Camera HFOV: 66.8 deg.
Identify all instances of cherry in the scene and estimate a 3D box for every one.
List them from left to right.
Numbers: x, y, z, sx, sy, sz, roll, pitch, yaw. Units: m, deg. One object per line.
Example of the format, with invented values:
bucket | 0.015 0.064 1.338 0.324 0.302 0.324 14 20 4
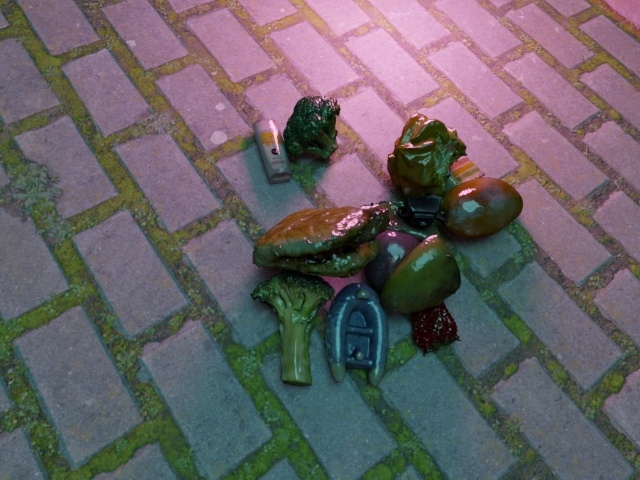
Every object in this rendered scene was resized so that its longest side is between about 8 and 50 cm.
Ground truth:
cherry | 0.251 0.062 1.664 0.213 0.183 0.266 13 83 7

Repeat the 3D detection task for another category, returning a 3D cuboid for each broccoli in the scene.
broccoli | -0.053 0.265 1.524 0.252 0.221 0.361 -20 78 -9
broccoli | -0.019 -0.436 1.875 0.241 0.261 0.269 51 22 -7

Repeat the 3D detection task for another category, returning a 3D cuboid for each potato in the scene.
potato | 0.320 0.159 1.565 0.255 0.269 0.112 -33 42 -14

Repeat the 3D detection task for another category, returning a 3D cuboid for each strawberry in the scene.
strawberry | 0.371 0.265 1.630 0.167 0.087 0.208 -20 66 -15

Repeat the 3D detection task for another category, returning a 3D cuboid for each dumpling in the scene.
dumpling | 0.276 -0.065 1.786 0.332 0.086 0.166 17 45 3

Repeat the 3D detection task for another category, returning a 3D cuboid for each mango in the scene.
mango | 0.608 -0.123 1.803 0.384 0.199 0.221 -8 58 -25

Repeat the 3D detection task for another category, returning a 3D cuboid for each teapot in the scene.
teapot | 0.356 -0.089 1.713 0.177 0.087 0.096 4 53 -8

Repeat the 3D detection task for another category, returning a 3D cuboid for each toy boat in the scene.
toy boat | 0.126 0.290 1.548 0.215 0.123 0.330 12 64 -11

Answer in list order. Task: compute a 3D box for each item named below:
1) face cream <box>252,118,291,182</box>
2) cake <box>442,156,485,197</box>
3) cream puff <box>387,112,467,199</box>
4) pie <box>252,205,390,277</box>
face cream | -0.187 -0.350 1.879 0.107 0.073 0.269 -6 63 -22
cake | 0.558 -0.261 1.923 0.225 0.090 0.109 -36 69 -23
cream puff | 0.363 -0.325 1.813 0.270 0.274 0.323 42 66 -31
pie | -0.026 0.004 1.557 0.418 0.180 0.395 2 22 35
